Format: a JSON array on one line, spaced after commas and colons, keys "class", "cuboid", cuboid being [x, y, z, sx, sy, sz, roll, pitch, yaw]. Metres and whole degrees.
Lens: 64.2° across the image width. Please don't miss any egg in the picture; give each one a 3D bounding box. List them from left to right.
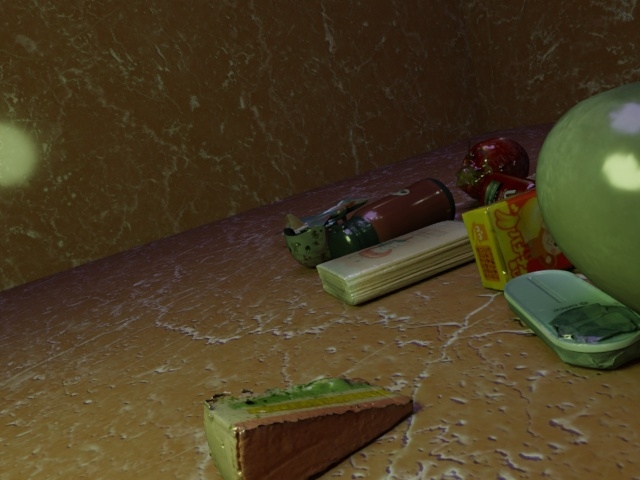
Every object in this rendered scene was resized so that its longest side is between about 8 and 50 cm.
[{"class": "egg", "cuboid": [0.405, -0.032, 0.540, 0.352, 0.258, 0.258, 31, 38, 29]}]

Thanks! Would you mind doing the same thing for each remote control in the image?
[{"class": "remote control", "cuboid": [0.319, 0.093, 0.662, 0.104, 0.052, 0.247, -16, 12, 5]}]

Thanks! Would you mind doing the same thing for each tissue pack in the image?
[{"class": "tissue pack", "cuboid": [0.171, 0.037, 1.054, 0.325, 0.071, 0.170, -19, 11, -16]}]

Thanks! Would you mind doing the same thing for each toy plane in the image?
[{"class": "toy plane", "cuboid": [0.019, -0.067, 1.645, 0.326, 0.104, 0.223, -16, 12, -22]}]

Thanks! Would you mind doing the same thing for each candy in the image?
[{"class": "candy", "cuboid": [0.393, -0.025, 0.868, 0.276, 0.146, 0.088, -20, 3, -13]}]

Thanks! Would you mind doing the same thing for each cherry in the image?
[{"class": "cherry", "cuboid": [0.513, -0.210, 1.481, 0.250, 0.192, 0.175, -21, 41, -33]}]

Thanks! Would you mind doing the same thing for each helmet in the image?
[{"class": "helmet", "cuboid": [-0.004, 0.015, 1.303, 0.177, 0.107, 0.153, -1, -5, -45]}]

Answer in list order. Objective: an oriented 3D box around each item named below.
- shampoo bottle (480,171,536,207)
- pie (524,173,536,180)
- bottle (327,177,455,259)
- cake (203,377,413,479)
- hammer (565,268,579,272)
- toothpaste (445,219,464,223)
[{"class": "shampoo bottle", "cuboid": [0.452, -0.087, 1.173, 0.076, 0.118, 0.314, 18, 12, -4]}, {"class": "pie", "cuboid": [0.642, -0.147, 1.302, 0.337, 0.075, 0.337, -19, 9, 3]}, {"class": "bottle", "cuboid": [0.166, -0.038, 1.232, 0.336, 0.144, 0.144, -24, 14, -31]}, {"class": "cake", "cuboid": [-0.013, 0.213, 0.571, 0.225, 0.090, 0.109, -1, 1, -31]}, {"class": "hammer", "cuboid": [0.440, 0.050, 0.806, 0.029, 0.014, 0.123, -7, 4, -30]}, {"class": "toothpaste", "cuboid": [0.340, -0.018, 1.157, 0.034, 0.046, 0.164, -26, 16, -26]}]
